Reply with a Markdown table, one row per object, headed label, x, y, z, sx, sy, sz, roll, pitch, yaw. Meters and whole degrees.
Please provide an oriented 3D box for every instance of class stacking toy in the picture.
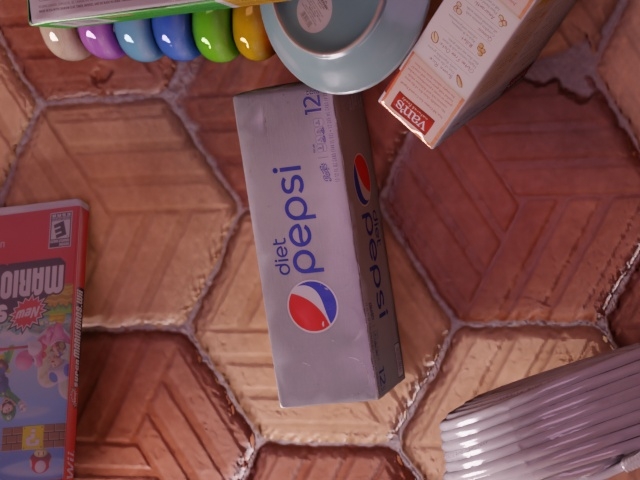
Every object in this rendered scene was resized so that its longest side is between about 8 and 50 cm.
| label | x | y | z | sx | sy | sz | roll | pitch | yaw |
| --- | --- | --- | --- | --- | --- | --- | --- | --- | --- |
| stacking toy | -0.077 | -0.213 | 1.611 | 0.330 | 0.141 | 0.141 | 8 | 101 | 14 |

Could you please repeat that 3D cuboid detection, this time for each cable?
| label | x | y | z | sx | sy | sz | roll | pitch | yaw |
| --- | --- | --- | --- | --- | --- | --- | --- | --- | --- |
| cable | 0.217 | 0.142 | 1.488 | 0.257 | 0.257 | 0.089 | -20 | 86 | 22 |

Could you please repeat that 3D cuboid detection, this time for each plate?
| label | x | y | z | sx | sy | sz | roll | pitch | yaw |
| --- | --- | --- | --- | --- | --- | --- | --- | --- | --- |
| plate | 0.012 | -0.213 | 1.483 | 0.188 | 0.024 | 0.188 | 2 | 93 | 41 |

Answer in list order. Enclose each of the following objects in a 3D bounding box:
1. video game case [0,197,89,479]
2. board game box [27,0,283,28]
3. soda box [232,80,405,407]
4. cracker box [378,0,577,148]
| label | x | y | z | sx | sy | sz | roll | pitch | yaw |
| --- | --- | --- | --- | --- | --- | --- | --- | --- | --- |
| video game case | -0.321 | 0.107 | 1.737 | 0.204 | 0.025 | 0.285 | -6 | 71 | 21 |
| board game box | -0.136 | -0.344 | 1.494 | 0.242 | 0.064 | 0.317 | -3 | 93 | 24 |
| soda box | 0.000 | 0.000 | 1.631 | 0.098 | 0.091 | 0.286 | -7 | 96 | 20 |
| cracker box | 0.156 | -0.196 | 1.470 | 0.067 | 0.155 | 0.232 | 41 | 131 | 10 |
